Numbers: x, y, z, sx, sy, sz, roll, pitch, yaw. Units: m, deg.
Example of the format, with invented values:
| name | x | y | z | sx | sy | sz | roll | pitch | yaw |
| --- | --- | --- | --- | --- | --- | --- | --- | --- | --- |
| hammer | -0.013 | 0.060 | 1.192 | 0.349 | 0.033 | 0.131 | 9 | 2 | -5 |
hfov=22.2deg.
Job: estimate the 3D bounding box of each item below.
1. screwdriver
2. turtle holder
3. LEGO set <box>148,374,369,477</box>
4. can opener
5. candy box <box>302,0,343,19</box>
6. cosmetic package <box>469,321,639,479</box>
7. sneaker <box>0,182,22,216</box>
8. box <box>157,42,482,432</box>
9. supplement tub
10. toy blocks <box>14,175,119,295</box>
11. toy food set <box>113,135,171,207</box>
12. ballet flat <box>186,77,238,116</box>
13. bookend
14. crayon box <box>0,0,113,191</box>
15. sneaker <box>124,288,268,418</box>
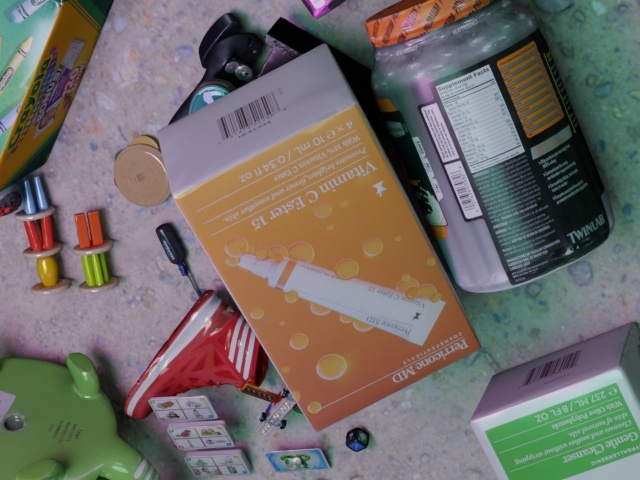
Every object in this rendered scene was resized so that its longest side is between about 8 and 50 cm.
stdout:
| name | x | y | z | sx | sy | sz | roll | pitch | yaw |
| --- | --- | --- | --- | --- | --- | --- | --- | --- | --- |
| screwdriver | -0.163 | 0.056 | 2.032 | 0.025 | 0.024 | 0.170 | -23 | 104 | -5 |
| turtle holder | -0.353 | 0.280 | 2.083 | 0.320 | 0.243 | 0.227 | -6 | 134 | -11 |
| LEGO set | -0.068 | 0.223 | 2.030 | 0.244 | 0.060 | 0.182 | -6 | 139 | 17 |
| can opener | -0.127 | -0.176 | 1.925 | 0.059 | 0.073 | 0.186 | 14 | 123 | -29 |
| candy box | -0.004 | -0.384 | 1.791 | 0.159 | 0.071 | 0.233 | -33 | 95 | 26 |
| cosmetic package | 0.345 | 0.304 | 1.873 | 0.197 | 0.155 | 0.365 | -25 | 98 | 22 |
| sneaker | -0.487 | -0.091 | 2.036 | 0.262 | 0.104 | 0.125 | 8 | 97 | 25 |
| box | 0.000 | 0.000 | 1.784 | 0.215 | 0.168 | 0.345 | -28 | 120 | 3 |
| supplement tub | 0.176 | -0.120 | 1.757 | 0.193 | 0.193 | 0.316 | -18 | 101 | 24 |
| toy blocks | -0.320 | -0.009 | 2.044 | 0.123 | 0.054 | 0.148 | -3 | 107 | 21 |
| toy food set | -0.217 | -0.081 | 2.001 | 0.082 | 0.020 | 0.083 | -38 | 94 | 26 |
| ballet flat | -0.094 | -0.061 | 1.923 | 0.095 | 0.096 | 0.280 | -4 | 107 | 19 |
| bookend | -0.021 | -0.144 | 1.872 | 0.156 | 0.072 | 0.157 | 30 | 116 | -2 |
| crayon box | -0.346 | -0.197 | 1.923 | 0.081 | 0.165 | 0.278 | 31 | 116 | 6 |
| sneaker | -0.148 | 0.174 | 2.035 | 0.128 | 0.087 | 0.221 | 36 | 126 | -3 |
